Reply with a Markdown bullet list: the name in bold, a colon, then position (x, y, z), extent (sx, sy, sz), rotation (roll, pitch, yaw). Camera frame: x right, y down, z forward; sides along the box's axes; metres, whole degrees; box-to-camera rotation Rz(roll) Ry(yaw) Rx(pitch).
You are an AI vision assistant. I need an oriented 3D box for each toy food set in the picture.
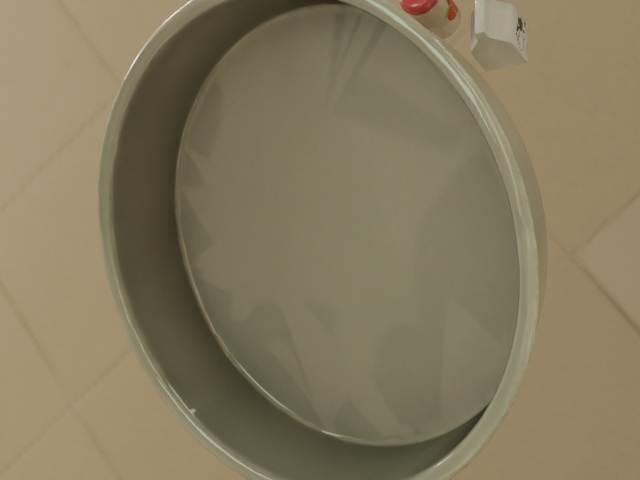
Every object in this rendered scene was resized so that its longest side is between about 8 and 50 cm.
- **toy food set**: position (0.105, -0.161, 1.247), extent (0.111, 0.104, 0.232), rotation (-8, 63, 28)

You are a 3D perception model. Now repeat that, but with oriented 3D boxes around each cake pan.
- **cake pan**: position (0.000, 0.000, 0.805), extent (0.293, 0.054, 0.293), rotation (10, 107, 35)
